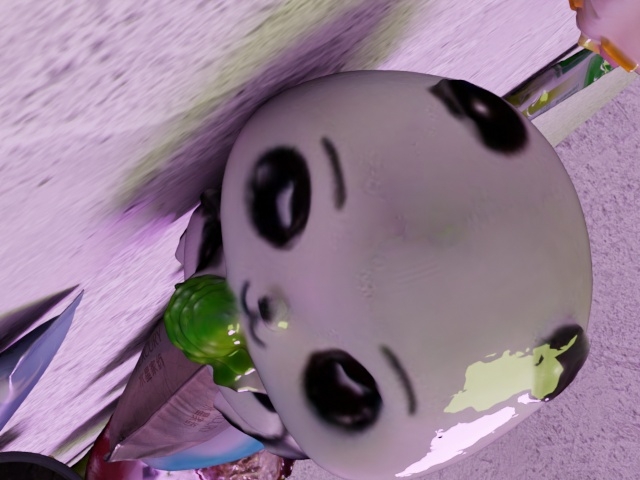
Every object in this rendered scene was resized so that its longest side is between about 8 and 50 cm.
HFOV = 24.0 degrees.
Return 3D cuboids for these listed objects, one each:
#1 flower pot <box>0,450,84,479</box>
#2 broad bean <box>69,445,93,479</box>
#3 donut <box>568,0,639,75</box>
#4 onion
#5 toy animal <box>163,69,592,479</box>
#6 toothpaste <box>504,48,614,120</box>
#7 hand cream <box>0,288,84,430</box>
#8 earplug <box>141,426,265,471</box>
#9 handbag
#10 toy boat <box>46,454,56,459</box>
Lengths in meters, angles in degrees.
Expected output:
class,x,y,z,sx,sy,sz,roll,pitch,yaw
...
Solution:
class,x,y,z,sx,sy,sz,roll,pitch,yaw
flower pot,-0.262,0.250,1.298,0.157,0.157,0.107,-37,-172,-5
broad bean,-0.292,0.296,2.027,0.292,0.049,0.144,-38,176,-6
donut,0.353,-0.242,1.090,0.383,0.142,0.382,-37,176,-3
onion,-0.172,0.253,1.761,0.272,0.195,0.272,-20,122,-35
toy animal,0.021,0.022,0.806,0.213,0.212,0.267,-37,180,-10
toothpaste,0.264,-0.177,1.653,0.248,0.047,0.078,-33,170,-18
hand cream,-0.232,0.130,0.890,0.271,0.058,0.091,-44,-177,25
earplug,-0.060,0.125,1.530,0.324,0.185,0.185,-31,176,9
handbag,-0.083,0.097,1.320,0.182,0.117,0.270,-44,180,-39
toy boat,-0.358,0.312,1.640,0.226,0.068,0.088,-42,179,16
